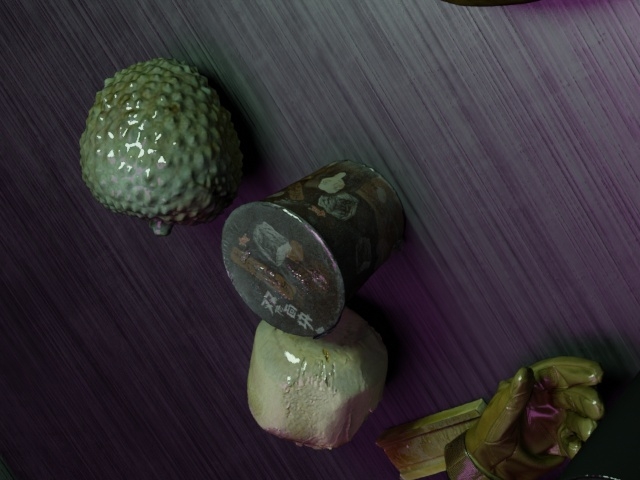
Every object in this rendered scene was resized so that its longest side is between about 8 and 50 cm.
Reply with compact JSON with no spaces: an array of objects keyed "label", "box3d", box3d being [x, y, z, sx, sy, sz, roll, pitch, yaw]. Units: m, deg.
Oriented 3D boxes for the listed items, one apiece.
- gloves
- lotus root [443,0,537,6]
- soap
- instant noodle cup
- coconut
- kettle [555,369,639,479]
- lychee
[{"label":"gloves","box3d":[0.303,0.264,1.405,0.154,0.141,0.331,52,132,15]},{"label":"lotus root","box3d":[0.208,-0.328,1.102,0.241,0.123,0.124,5,130,42]},{"label":"soap","box3d":[0.200,0.331,1.616,0.252,0.037,0.092,-30,97,46]},{"label":"instant noodle cup","box3d":[0.000,0.000,1.438,0.218,0.207,0.217,21,129,28]},{"label":"coconut","box3d":[-0.007,0.222,1.586,0.227,0.227,0.230,27,133,24]},{"label":"kettle","box3d":[0.443,0.295,1.184,0.262,0.308,0.203,36,134,17]},{"label":"lychee","box3d":[-0.239,-0.142,1.519,0.255,0.255,0.274,15,97,33]}]
